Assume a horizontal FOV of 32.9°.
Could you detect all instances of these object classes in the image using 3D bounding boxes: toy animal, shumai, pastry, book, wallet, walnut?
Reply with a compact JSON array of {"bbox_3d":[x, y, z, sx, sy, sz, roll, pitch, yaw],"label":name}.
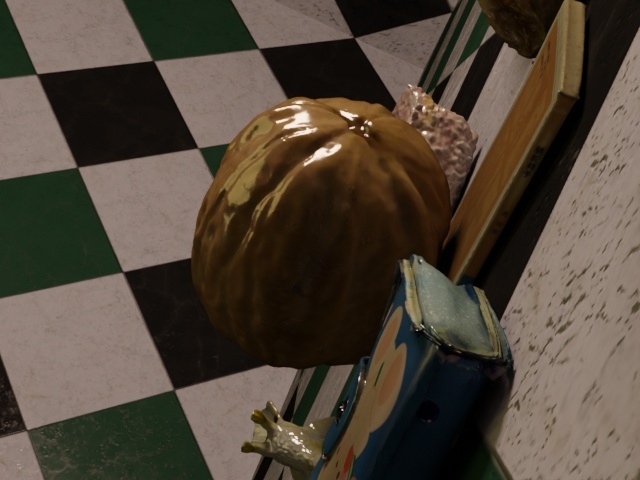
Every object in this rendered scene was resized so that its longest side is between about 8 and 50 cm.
[{"bbox_3d":[-0.026,0.194,0.969,0.155,0.095,0.219,74,-140,-85],"label":"toy animal"},{"bbox_3d":[0.155,-0.226,0.866,0.145,0.116,0.145,-156,90,-88],"label":"shumai"},{"bbox_3d":[0.068,-0.020,1.022,0.265,0.112,0.103,-58,7,-18],"label":"pastry"},{"bbox_3d":[0.123,-0.037,0.765,0.170,0.018,0.241,-67,1,-55],"label":"book"},{"bbox_3d":[0.034,0.116,0.588,0.141,0.059,0.202,-91,23,-73],"label":"wallet"},{"bbox_3d":[0.000,0.000,0.816,0.213,0.213,0.213,-155,90,-89],"label":"walnut"}]
